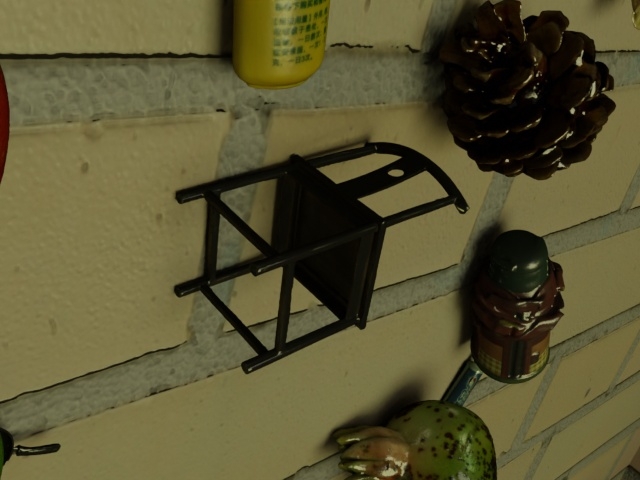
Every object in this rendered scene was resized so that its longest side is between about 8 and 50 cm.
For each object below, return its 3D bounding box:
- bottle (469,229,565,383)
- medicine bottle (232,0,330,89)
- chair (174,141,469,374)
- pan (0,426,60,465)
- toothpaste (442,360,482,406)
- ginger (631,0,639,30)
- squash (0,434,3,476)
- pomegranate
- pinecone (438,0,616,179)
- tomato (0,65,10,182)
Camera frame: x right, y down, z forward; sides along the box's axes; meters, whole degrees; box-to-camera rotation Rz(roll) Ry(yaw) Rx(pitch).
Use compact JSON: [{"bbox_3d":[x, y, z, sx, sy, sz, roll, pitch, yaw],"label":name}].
[{"bbox_3d":[0.315,0.100,1.212,0.156,0.143,0.271,-33,139,-25],"label":"bottle"},{"bbox_3d":[-0.025,-0.249,0.602,0.095,0.064,0.260,-25,137,-36],"label":"medicine bottle"},{"bbox_3d":[0.000,0.000,0.774,0.260,0.154,0.141,-19,133,-34],"label":"chair"},{"bbox_3d":[-0.298,0.193,0.707,0.115,0.023,0.068,8,113,-48],"label":"pan"},{"bbox_3d":[0.245,0.286,1.384,0.057,0.035,0.197,17,108,-36],"label":"toothpaste"},{"bbox_3d":[0.498,-0.478,0.967,0.363,0.122,0.348,-36,144,-31],"label":"ginger"},{"bbox_3d":[-0.330,0.240,0.637,0.082,0.082,0.292,2,130,-49],"label":"squash"},{"bbox_3d":[0.141,0.355,1.227,0.204,0.276,0.222,144,-37,-84],"label":"pomegranate"},{"bbox_3d":[0.230,-0.173,0.865,0.184,0.179,0.204,-57,133,-32],"label":"pinecone"},{"bbox_3d":[-0.278,-0.042,0.433,0.233,0.139,0.200,-10,133,-44],"label":"tomato"}]
